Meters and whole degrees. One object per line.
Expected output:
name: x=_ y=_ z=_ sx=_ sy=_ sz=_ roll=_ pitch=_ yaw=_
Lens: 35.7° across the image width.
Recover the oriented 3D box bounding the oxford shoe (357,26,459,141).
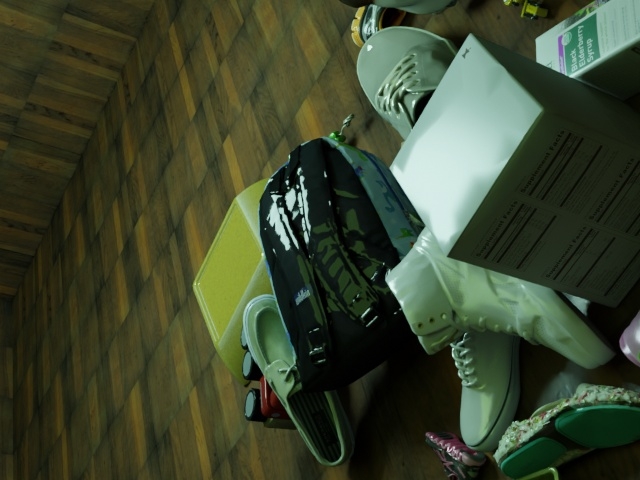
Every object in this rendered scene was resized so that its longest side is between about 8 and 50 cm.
oxford shoe: x=0.157 y=-0.226 z=1.550 sx=0.169 sy=0.130 sz=0.449 roll=-62 pitch=35 yaw=23

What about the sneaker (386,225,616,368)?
sneaker: x=0.211 y=0.098 z=1.240 sx=0.169 sy=0.108 sz=0.292 roll=-50 pitch=58 yaw=6

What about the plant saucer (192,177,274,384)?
plant saucer: x=-0.162 y=0.071 z=2.047 sx=0.332 sy=0.081 sz=0.332 roll=-62 pitch=31 yaw=21

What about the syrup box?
syrup box: x=0.380 y=-0.247 z=1.229 sx=0.237 sy=0.096 sz=0.093 roll=-28 pitch=53 yaw=52

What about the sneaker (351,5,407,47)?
sneaker: x=0.130 y=-0.449 z=1.805 sx=0.083 sy=0.084 sz=0.214 roll=22 pitch=99 yaw=48

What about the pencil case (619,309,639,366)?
pencil case: x=0.424 y=0.032 z=0.995 sx=0.284 sy=0.124 sz=0.124 roll=-61 pitch=31 yaw=24

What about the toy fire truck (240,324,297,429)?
toy fire truck: x=-0.022 y=0.183 z=1.702 sx=0.246 sy=0.159 sz=0.217 roll=123 pitch=149 yaw=-48

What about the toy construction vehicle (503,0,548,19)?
toy construction vehicle: x=0.316 y=-0.375 z=1.479 sx=0.098 sy=0.035 sz=0.085 roll=-134 pitch=53 yaw=-61

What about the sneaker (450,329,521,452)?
sneaker: x=0.212 y=0.150 z=1.329 sx=0.094 sy=0.091 sz=0.258 roll=-10 pitch=67 yaw=59

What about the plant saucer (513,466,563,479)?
plant saucer: x=0.247 y=0.388 z=1.197 sx=0.188 sy=0.045 sz=0.188 roll=-38 pitch=45 yaw=47

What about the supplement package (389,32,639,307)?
supplement package: x=0.264 y=-0.079 z=1.174 sx=0.198 sy=0.263 sz=0.199 roll=-60 pitch=31 yaw=24

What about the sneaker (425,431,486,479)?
sneaker: x=0.179 y=0.302 z=1.369 sx=0.119 sy=0.047 sz=0.057 roll=27 pitch=111 yaw=62

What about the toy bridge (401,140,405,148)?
toy bridge: x=0.169 y=-0.242 z=1.673 sx=0.063 sy=0.026 sz=0.188 roll=-20 pitch=59 yaw=53

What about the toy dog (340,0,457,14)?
toy dog: x=0.131 y=-0.521 z=1.515 sx=0.285 sy=0.395 sz=0.408 roll=-24 pitch=48 yaw=27

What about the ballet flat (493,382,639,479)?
ballet flat: x=0.295 y=0.211 z=1.170 sx=0.241 sy=0.091 sz=0.077 roll=-36 pitch=23 yaw=43

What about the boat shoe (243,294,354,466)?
boat shoe: x=-0.027 y=0.220 z=1.581 sx=0.302 sy=0.109 sz=0.094 roll=60 pitch=176 yaw=4

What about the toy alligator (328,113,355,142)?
toy alligator: x=0.022 y=-0.166 z=1.876 sx=0.051 sy=0.056 sz=0.190 roll=52 pitch=133 yaw=4

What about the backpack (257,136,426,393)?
backpack: x=0.040 y=0.011 z=1.556 sx=0.290 sy=0.273 sz=0.355 roll=-46 pitch=65 yaw=31
